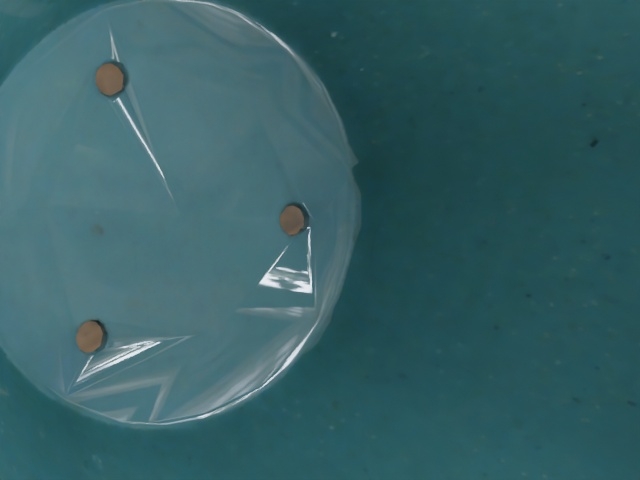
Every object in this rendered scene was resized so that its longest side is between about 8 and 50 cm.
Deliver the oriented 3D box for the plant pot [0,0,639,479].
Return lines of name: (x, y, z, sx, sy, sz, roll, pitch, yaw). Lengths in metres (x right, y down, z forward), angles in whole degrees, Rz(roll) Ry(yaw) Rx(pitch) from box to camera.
plant pot: (0.000, 0.000, 0.492, 0.195, 0.290, 0.290, 9, 110, 59)
